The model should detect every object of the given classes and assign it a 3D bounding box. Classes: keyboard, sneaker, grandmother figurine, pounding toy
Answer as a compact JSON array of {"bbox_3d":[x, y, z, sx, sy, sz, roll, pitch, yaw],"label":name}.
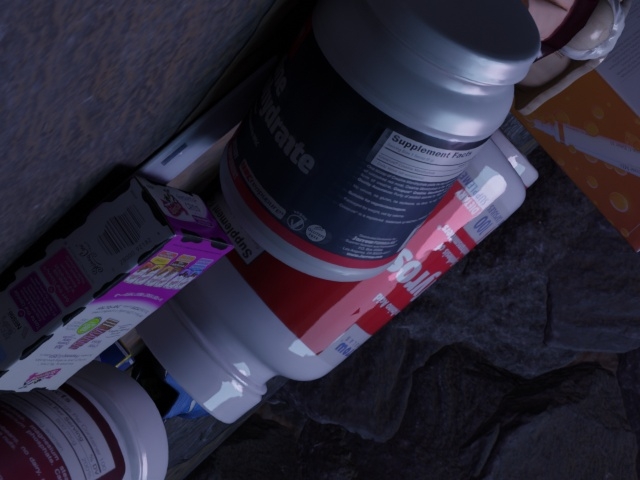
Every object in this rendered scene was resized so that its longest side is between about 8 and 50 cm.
[{"bbox_3d":[-0.133,-0.078,1.303,0.256,0.014,0.072,-41,166,-2],"label":"keyboard"},{"bbox_3d":[-0.207,0.190,2.047,0.147,0.130,0.330,-23,163,-16],"label":"sneaker"},{"bbox_3d":[0.247,-0.254,1.570,0.208,0.104,0.342,-43,160,24],"label":"grandmother figurine"},{"bbox_3d":[0.291,-0.297,1.830,0.269,0.155,0.154,-36,-155,43],"label":"pounding toy"}]

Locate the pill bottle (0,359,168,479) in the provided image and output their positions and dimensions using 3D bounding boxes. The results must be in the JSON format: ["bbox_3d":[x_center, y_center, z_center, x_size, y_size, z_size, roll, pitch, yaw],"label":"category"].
[{"bbox_3d":[-0.330,0.255,1.417,0.224,0.224,0.392,-45,170,25],"label":"pill bottle"}]

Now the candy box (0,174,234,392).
[{"bbox_3d":[-0.209,0.044,1.304,0.233,0.071,0.159,-39,167,9],"label":"candy box"}]

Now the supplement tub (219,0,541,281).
[{"bbox_3d":[0.048,-0.113,1.255,0.191,0.191,0.272,-29,159,-53],"label":"supplement tub"}]

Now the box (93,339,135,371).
[{"bbox_3d":[-0.301,0.171,1.680,0.169,0.054,0.059,-40,172,-10],"label":"box"}]

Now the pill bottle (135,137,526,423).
[{"bbox_3d":[0.000,0.000,1.532,0.407,0.229,0.229,-41,171,4],"label":"pill bottle"}]

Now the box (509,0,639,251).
[{"bbox_3d":[0.438,-0.193,2.062,0.168,0.345,0.215,-36,170,-27],"label":"box"}]

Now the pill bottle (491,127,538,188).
[{"bbox_3d":[0.141,-0.053,2.051,0.318,0.176,0.176,-42,171,10],"label":"pill bottle"}]
